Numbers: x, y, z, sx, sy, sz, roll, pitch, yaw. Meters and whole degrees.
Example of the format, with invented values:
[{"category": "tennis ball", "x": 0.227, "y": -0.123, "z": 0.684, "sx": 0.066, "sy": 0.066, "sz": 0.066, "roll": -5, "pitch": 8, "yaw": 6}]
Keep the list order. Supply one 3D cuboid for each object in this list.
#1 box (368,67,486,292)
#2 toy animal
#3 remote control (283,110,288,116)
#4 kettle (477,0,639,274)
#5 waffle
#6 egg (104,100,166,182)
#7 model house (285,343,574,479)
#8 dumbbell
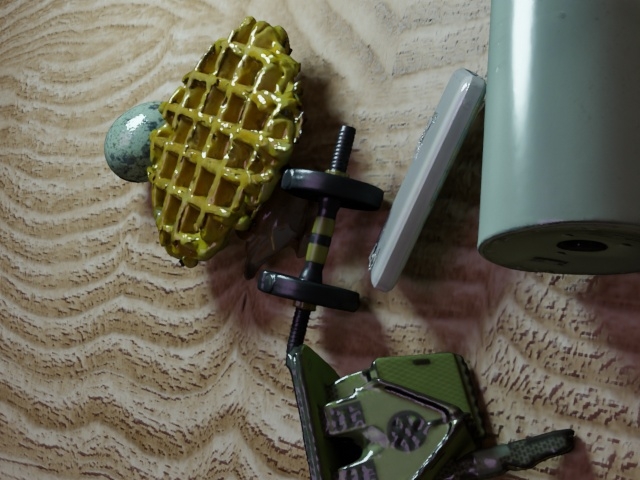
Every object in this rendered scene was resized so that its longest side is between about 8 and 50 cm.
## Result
[{"category": "box", "x": 0.130, "y": -0.078, "z": 1.081, "sx": 0.142, "sy": 0.044, "sz": 0.285, "roll": -75, "pitch": 9, "yaw": -74}, {"category": "toy animal", "x": -0.078, "y": -0.034, "z": 1.331, "sx": 0.188, "sy": 0.089, "sz": 0.179, "roll": -53, "pitch": 39, "yaw": 22}, {"category": "remote control", "x": -0.118, "y": -0.253, "z": 1.470, "sx": 0.221, "sy": 0.042, "sz": 0.078, "roll": 28, "pitch": 100, "yaw": 49}, {"category": "kettle", "x": 0.274, "y": -0.129, "z": 0.913, "sx": 0.205, "sy": 0.265, "sz": 0.318, "roll": -1, "pitch": 75, "yaw": 15}, {"category": "waffle", "x": -0.159, "y": -0.161, "z": 1.364, "sx": 0.380, "sy": 0.095, "sz": 0.382, "roll": -39, "pitch": 47, "yaw": 34}, {"category": "egg", "x": -0.328, "y": -0.187, "z": 1.614, "sx": 0.172, "sy": 0.132, "sz": 0.132, "roll": -47, "pitch": 47, "yaw": 11}, {"category": "model house", "x": 0.133, "y": 0.198, "z": 0.988, "sx": 0.279, "sy": 0.205, "sz": 0.218, "roll": -19, "pitch": 62, "yaw": 10}, {"category": "dumbbell", "x": 0.000, "y": 0.000, "z": 1.183, "sx": 0.143, "sy": 0.143, "sz": 0.325, "roll": 11, "pitch": 87, "yaw": 49}]
